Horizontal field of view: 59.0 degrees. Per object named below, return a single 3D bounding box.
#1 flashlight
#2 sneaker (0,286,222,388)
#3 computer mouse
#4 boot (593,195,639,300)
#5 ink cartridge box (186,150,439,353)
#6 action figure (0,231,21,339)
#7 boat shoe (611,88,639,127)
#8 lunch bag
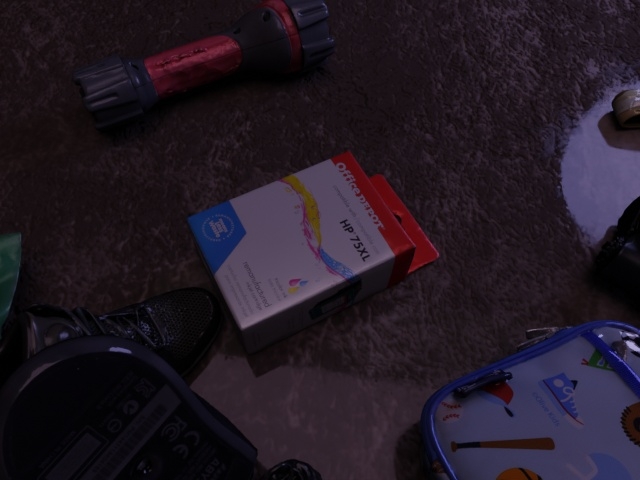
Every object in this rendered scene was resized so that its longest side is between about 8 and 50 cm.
[{"bbox_3d":[-0.136,-0.216,0.684,0.304,0.103,0.103,-24,67,-15],"label":"flashlight"},{"bbox_3d":[-0.178,0.092,0.482,0.227,0.130,0.087,-21,72,-30],"label":"sneaker"},{"bbox_3d":[-0.129,0.173,0.416,0.188,0.272,0.072,-44,31,-22],"label":"computer mouse"},{"bbox_3d":[0.425,0.005,0.570,0.246,0.094,0.207,-42,73,-14],"label":"boot"},{"bbox_3d":[0.000,0.000,0.578,0.231,0.078,0.134,-25,64,-14],"label":"ink cartridge box"},{"bbox_3d":[-0.338,0.113,0.520,0.137,0.063,0.232,-12,69,-9],"label":"action figure"},{"bbox_3d":[0.429,-0.154,0.689,0.135,0.050,0.045,2,64,12],"label":"boat shoe"},{"bbox_3d":[0.225,0.204,0.421,0.243,0.115,0.303,-19,49,-9],"label":"lunch bag"}]
